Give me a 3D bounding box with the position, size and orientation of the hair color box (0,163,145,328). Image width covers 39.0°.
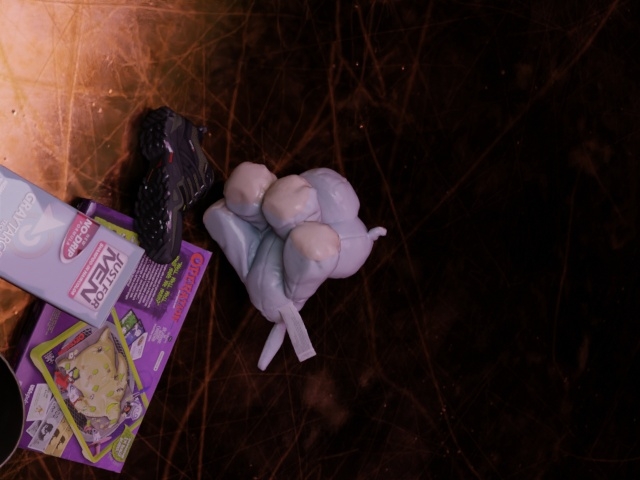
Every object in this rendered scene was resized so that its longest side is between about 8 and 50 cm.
[{"bbox_3d":[-0.413,-0.039,1.061,0.374,0.185,0.113,33,78,-26],"label":"hair color box"}]

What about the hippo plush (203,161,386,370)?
[{"bbox_3d":[0.000,0.000,1.350,0.236,0.234,0.294,-24,92,-41],"label":"hippo plush"}]

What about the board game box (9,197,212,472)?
[{"bbox_3d":[-0.309,0.137,1.276,0.208,0.056,0.347,26,83,-30],"label":"board game box"}]

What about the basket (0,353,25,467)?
[{"bbox_3d":[-0.468,0.159,1.058,0.154,0.227,0.204,-44,120,-21],"label":"basket"}]

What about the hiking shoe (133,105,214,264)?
[{"bbox_3d":[-0.193,-0.073,1.273,0.114,0.086,0.227,15,70,-44],"label":"hiking shoe"}]
